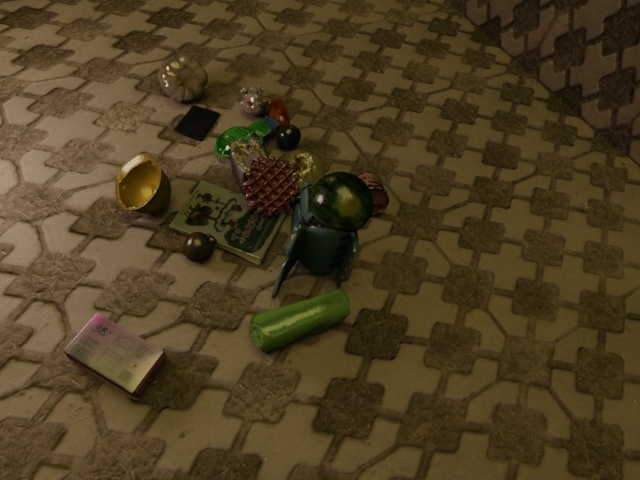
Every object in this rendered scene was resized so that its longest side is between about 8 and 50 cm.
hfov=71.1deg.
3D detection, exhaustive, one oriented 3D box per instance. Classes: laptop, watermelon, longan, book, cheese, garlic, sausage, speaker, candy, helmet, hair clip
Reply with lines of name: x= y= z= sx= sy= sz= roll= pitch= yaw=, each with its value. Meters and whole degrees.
laptop: x=-0.548 y=-0.524 z=1.990 sx=0.135 sy=0.016 sz=0.197 roll=19 pitch=53 yaw=3
watermelon: x=0.065 y=-0.142 z=1.413 sx=0.204 sy=0.127 sz=0.232 roll=-30 pitch=64 yaw=-26
longan: x=-0.428 y=0.019 z=1.590 sx=0.119 sy=0.106 sz=0.106 roll=-32 pitch=67 yaw=-10
book: x=-0.346 y=-0.078 z=1.710 sx=0.371 sy=0.043 sz=0.260 roll=21 pitch=54 yaw=3
cheese: x=-0.315 y=-0.445 z=1.928 sx=0.321 sy=0.083 sz=0.204 roll=-38 pitch=59 yaw=-26
garlic: x=-0.634 y=-0.734 z=2.040 sx=0.219 sy=0.218 sz=0.212 roll=-16 pitch=24 yaw=-21
sausage: x=-0.192 y=-0.576 z=2.051 sx=0.089 sy=0.089 sz=0.179 roll=-9 pitch=60 yaw=-17
speaker: x=-0.108 y=-0.168 z=1.798 sx=0.095 sy=0.075 sz=0.060 roll=6 pitch=55 yaw=4
watermelon: x=-0.148 y=-0.454 z=1.958 sx=0.105 sy=0.105 sz=0.133 roll=45 pitch=38 yaw=19
candy: x=-0.277 y=-0.295 z=1.786 sx=0.137 sy=0.195 sz=0.184 roll=-18 pitch=66 yaw=-16
candy: x=-0.066 y=0.256 z=1.482 sx=0.344 sy=0.142 sz=0.132 roll=-17 pitch=48 yaw=-22
helmet: x=-0.638 y=-0.188 z=1.670 sx=0.205 sy=0.140 sz=0.256 roll=-36 pitch=55 yaw=5
hair clip: x=0.000 y=0.000 z=1.566 sx=0.239 sy=0.318 sz=0.391 roll=15 pitch=53 yaw=-4

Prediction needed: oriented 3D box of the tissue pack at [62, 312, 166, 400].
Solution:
tissue pack: x=-0.607 y=0.344 z=1.341 sx=0.247 sy=0.092 sz=0.148 roll=28 pitch=57 yaw=8

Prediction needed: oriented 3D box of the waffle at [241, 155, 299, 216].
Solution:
waffle: x=-0.184 y=-0.200 z=1.692 sx=0.222 sy=0.234 sz=0.055 roll=3 pitch=15 yaw=-28

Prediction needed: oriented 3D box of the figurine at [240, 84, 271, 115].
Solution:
figurine: x=-0.305 y=-0.644 z=2.065 sx=0.138 sy=0.111 sz=0.228 roll=-5 pitch=45 yaw=-19

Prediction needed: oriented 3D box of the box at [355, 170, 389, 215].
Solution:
box: x=0.198 y=-0.200 z=1.840 sx=0.151 sy=0.151 sz=0.135 roll=5 pitch=48 yaw=-8

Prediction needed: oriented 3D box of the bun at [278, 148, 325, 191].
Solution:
bun: x=-0.083 y=-0.302 z=1.862 sx=0.223 sy=0.127 sz=0.222 roll=7 pitch=55 yaw=-10
